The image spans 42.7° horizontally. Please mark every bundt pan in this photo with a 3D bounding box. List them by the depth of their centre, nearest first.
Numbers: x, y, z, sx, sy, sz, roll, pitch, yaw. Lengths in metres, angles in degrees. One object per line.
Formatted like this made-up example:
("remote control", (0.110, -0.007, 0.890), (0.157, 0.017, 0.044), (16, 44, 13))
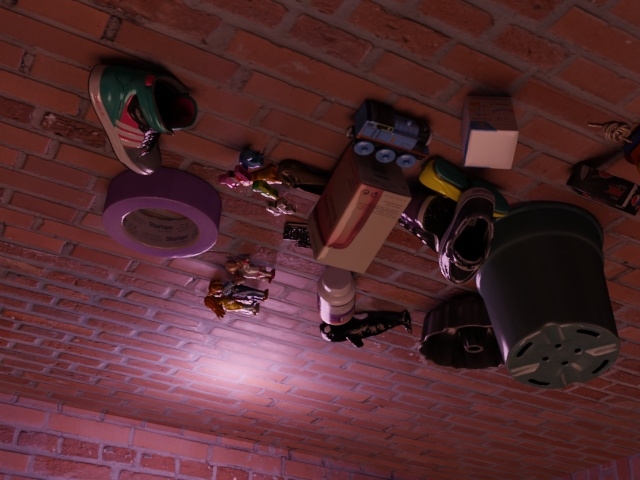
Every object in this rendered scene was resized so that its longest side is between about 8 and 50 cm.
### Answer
("bundt pan", (0.448, 0.265, 2.403), (0.331, 0.124, 0.330), (2, 149, 1))

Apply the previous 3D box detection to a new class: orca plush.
("orca plush", (0.135, 0.287, 2.487), (0.287, 0.102, 0.151), (-1, 149, 6))

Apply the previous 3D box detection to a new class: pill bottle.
("pill bottle", (0.044, 0.147, 2.256), (0.108, 0.108, 0.193), (2, 149, 1))

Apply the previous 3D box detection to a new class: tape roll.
("tape roll", (-0.378, -0.063, 1.964), (0.275, 0.090, 0.274), (2, 150, 1))

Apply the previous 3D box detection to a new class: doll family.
("doll family", (-0.237, 0.148, 2.273), (0.163, 0.118, 0.263), (13, 148, -16))

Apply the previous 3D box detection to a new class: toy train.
("toy train", (0.663, -0.157, 1.661), (0.248, 0.143, 0.105), (8, 148, -9))
("toy train", (0.146, -0.215, 1.678), (0.184, 0.080, 0.105), (15, 141, -18))

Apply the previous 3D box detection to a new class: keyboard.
("keyboard", (0.000, 0.000, 2.086), (0.192, 0.038, 0.100), (6, 149, -2))

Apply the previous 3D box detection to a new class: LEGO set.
("LEGO set", (-0.152, -0.132, 1.839), (0.093, 0.087, 0.227), (-12, 152, 28))

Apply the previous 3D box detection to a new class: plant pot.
("plant pot", (0.532, 0.144, 1.925), (0.341, 0.334, 0.341), (0, 136, 0))

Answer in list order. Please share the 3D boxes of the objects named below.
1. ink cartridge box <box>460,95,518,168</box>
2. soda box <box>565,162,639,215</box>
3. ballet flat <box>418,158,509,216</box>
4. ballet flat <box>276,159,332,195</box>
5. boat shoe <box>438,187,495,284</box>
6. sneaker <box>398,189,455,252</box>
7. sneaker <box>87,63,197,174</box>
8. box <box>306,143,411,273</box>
("ink cartridge box", (0.327, -0.219, 1.605), (0.092, 0.143, 0.089), (3, 132, 1))
("soda box", (0.605, -0.110, 1.734), (0.053, 0.060, 0.169), (26, -174, -34))
("ballet flat", (0.318, -0.110, 1.839), (0.231, 0.077, 0.077), (27, 140, -23))
("ballet flat", (0.016, -0.118, 1.865), (0.250, 0.058, 0.084), (17, 147, -22))
("boat shoe", (0.332, 0.019, 1.844), (0.108, 0.102, 0.301), (9, 139, -1))
("sneaker", (0.245, -0.056, 1.943), (0.124, 0.107, 0.283), (24, 170, 28))
("sneaker", (-0.329, -0.236, 1.650), (0.179, 0.123, 0.295), (5, 149, 15))
("box", (0.079, -0.067, 1.790), (0.127, 0.148, 0.232), (15, 126, -22))
